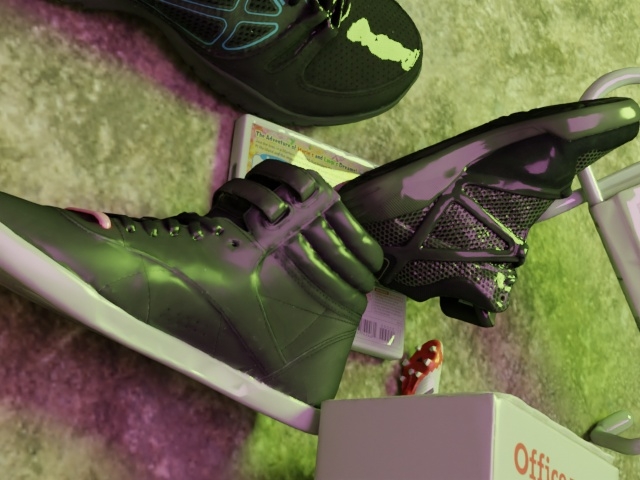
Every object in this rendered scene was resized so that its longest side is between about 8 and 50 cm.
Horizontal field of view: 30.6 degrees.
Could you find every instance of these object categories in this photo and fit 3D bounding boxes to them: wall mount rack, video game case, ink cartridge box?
[{"bbox_3d":[0.327,0.014,0.954,0.304,0.130,0.350,-23,92,-9],"label":"wall mount rack"},{"bbox_3d":[0.000,0.000,0.834,0.157,0.019,0.143,18,66,-32],"label":"video game case"},{"bbox_3d":[0.090,0.267,0.715,0.226,0.131,0.306,35,53,-52],"label":"ink cartridge box"}]

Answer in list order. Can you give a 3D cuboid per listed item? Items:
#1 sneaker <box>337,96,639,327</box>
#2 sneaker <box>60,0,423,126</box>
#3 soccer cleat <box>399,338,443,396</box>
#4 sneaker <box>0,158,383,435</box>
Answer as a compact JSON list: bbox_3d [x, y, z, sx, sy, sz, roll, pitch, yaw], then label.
[{"bbox_3d":[0.136,-0.021,0.842,0.228,0.087,0.130,-24,101,-11],"label":"sneaker"},{"bbox_3d":[-0.047,-0.175,0.768,0.341,0.140,0.125,19,64,-35],"label":"sneaker"},{"bbox_3d":[0.074,0.113,0.855,0.036,0.029,0.083,40,59,-34],"label":"soccer cleat"},{"bbox_3d":[-0.082,-0.002,0.691,0.296,0.105,0.146,31,81,-35],"label":"sneaker"}]
